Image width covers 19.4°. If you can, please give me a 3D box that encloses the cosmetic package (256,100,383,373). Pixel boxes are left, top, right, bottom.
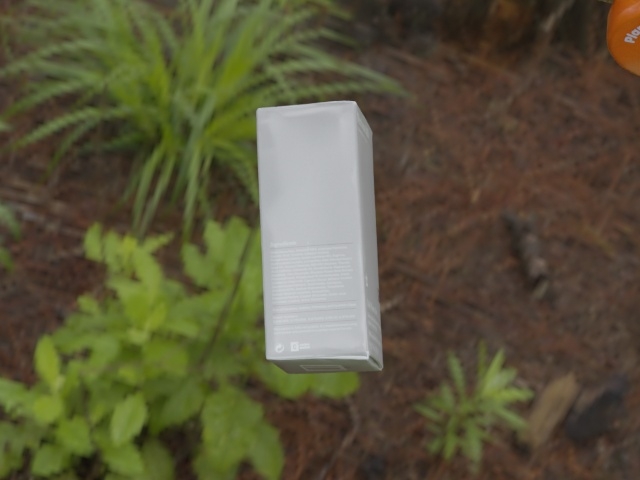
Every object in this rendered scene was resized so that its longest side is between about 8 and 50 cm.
[{"bbox_3d":[0.000,0.000,1.727,0.107,0.127,0.238,-1,81,9],"label":"cosmetic package"}]

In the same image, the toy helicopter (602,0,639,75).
[{"bbox_3d":[0.280,-0.268,1.244,0.235,0.355,0.140,34,49,-30],"label":"toy helicopter"}]
